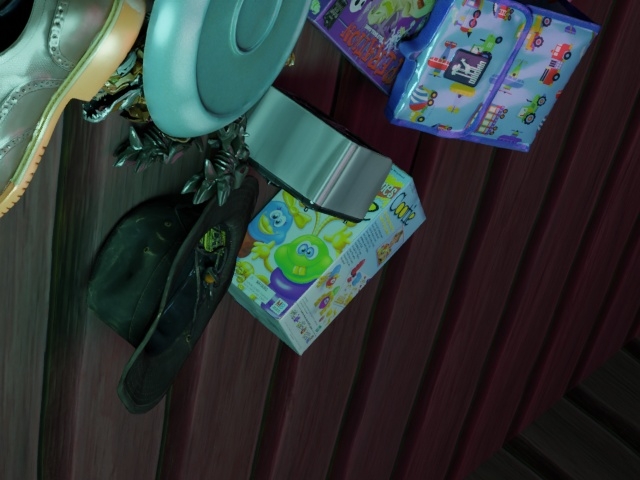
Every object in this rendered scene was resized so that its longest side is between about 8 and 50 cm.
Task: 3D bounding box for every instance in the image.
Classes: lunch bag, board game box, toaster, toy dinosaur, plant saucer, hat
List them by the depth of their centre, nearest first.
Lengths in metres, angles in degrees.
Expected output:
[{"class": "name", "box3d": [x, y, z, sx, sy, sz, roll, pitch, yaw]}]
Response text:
[{"class": "plant saucer", "box3d": [-0.080, -0.248, 1.780, 0.317, 0.043, 0.318, -52, 157, -32]}, {"class": "toy dinosaur", "box3d": [-0.140, -0.172, 1.932, 0.322, 0.164, 0.218, -9, 119, -28]}, {"class": "hat", "box3d": [-0.206, 0.042, 2.117, 0.331, 0.134, 0.331, -61, 171, -16]}, {"class": "toaster", "box3d": [-0.019, -0.112, 2.195, 0.110, 0.168, 0.185, -58, 157, 8]}, {"class": "board game box", "box3d": [0.098, -0.324, 2.251, 0.208, 0.056, 0.347, -49, 157, 4]}, {"class": "lunch bag", "box3d": [0.215, -0.260, 2.379, 0.293, 0.138, 0.221, 2, 125, -44]}, {"class": "board game box", "box3d": [0.000, 0.000, 2.412, 0.275, 0.142, 0.144, -47, 156, -10]}]

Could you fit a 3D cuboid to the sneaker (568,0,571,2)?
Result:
[{"class": "sneaker", "box3d": [0.335, -0.389, 2.516, 0.108, 0.100, 0.272, -6, 131, -51]}]

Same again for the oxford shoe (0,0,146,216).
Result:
[{"class": "oxford shoe", "box3d": [-0.331, -0.141, 1.700, 0.132, 0.130, 0.364, 28, 109, -33]}]
